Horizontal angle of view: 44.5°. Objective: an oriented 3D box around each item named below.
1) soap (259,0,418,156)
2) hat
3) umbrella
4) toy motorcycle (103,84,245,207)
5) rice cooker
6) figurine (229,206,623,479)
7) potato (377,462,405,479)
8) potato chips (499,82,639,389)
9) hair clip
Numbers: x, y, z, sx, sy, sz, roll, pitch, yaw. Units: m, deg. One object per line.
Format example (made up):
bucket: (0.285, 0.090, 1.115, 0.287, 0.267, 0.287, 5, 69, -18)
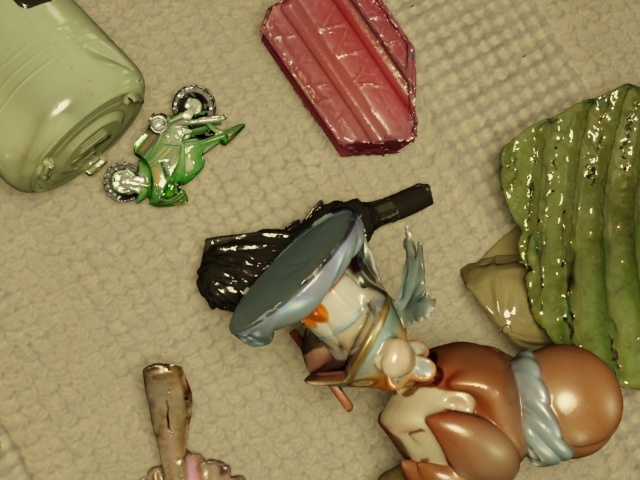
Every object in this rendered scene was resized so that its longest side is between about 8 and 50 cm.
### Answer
soap: (0.042, -0.226, 1.044, 0.162, 0.099, 0.250, -33, 88, -9)
hat: (0.300, 0.048, 1.040, 0.166, 0.144, 0.173, 41, 103, -3)
umbrella: (0.000, 0.000, 1.023, 0.340, 0.118, 0.118, -23, 87, -18)
toy motorcycle: (-0.191, -0.111, 1.020, 0.106, 0.074, 0.190, 42, 80, -11)
rice cooker: (-0.350, -0.194, 0.940, 0.244, 0.226, 0.226, 43, 81, -2)
figurine: (0.112, 0.138, 0.892, 0.388, 0.276, 0.248, 45, 70, -12)
potato: (0.158, 0.393, 0.968, 0.165, 0.165, 0.262, -45, 95, -9)
potato chips: (0.425, -0.009, 1.024, 0.373, 0.097, 0.389, -14, 80, -25)
hair clip: (-0.175, 0.293, 0.976, 0.173, 0.069, 0.300, -6, 95, -6)
